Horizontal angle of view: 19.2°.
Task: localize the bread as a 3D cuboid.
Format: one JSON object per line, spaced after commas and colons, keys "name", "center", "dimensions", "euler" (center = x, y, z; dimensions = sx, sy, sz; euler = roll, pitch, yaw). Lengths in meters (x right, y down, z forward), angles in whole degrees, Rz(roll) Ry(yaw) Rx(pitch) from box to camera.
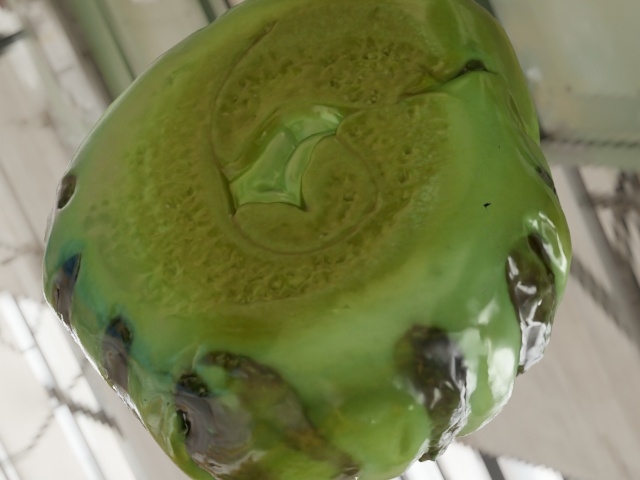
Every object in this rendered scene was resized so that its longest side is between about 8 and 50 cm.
{"name": "bread", "center": [0.000, 0.000, 0.456], "dimensions": [0.130, 0.071, 0.139], "euler": [-27, -133, -7]}
